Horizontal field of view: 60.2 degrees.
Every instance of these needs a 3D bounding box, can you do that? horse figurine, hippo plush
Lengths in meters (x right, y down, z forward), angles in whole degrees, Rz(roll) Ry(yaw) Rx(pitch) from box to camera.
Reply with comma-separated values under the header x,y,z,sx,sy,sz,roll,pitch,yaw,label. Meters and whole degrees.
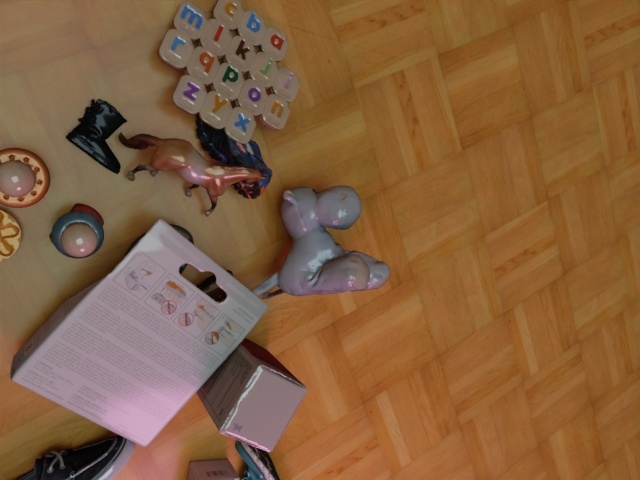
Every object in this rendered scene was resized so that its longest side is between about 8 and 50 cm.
x,y,z,sx,sy,sz,roll,pitch,yaw,label
-0.257,-0.135,1.058,0.263,0.174,0.066,29,53,-28,horse figurine
0.000,0.000,1.220,0.294,0.234,0.236,-7,84,17,hippo plush

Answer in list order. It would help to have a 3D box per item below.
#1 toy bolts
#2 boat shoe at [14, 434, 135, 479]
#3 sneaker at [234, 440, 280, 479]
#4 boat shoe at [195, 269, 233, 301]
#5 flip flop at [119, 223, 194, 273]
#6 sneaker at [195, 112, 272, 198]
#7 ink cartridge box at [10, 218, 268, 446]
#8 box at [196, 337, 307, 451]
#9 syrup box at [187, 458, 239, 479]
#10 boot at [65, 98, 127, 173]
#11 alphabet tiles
x,y,z,sx,sy,sz,roll,pitch,yaw,label
-0.501,-0.025,0.962,0.228,0.158,0.218,34,83,-27,toy bolts
-0.517,0.463,1.079,0.301,0.108,0.102,-30,113,-11,boat shoe
-0.145,0.578,1.282,0.110,0.107,0.275,-22,108,-11,sneaker
-0.255,0.128,1.163,0.178,0.064,0.060,-28,108,-22,boat shoe
-0.359,0.078,1.102,0.112,0.080,0.277,31,101,-24,flip flop
-0.178,-0.192,1.143,0.221,0.083,0.087,60,37,-13,sneaker
-0.339,0.180,1.082,0.385,0.091,0.308,-49,121,-5,ink cartridge box
-0.153,0.305,1.150,0.127,0.232,0.148,34,84,-27,box
-0.255,0.624,1.235,0.093,0.096,0.236,7,95,-27,syrup box
-0.406,-0.199,1.045,0.121,0.045,0.099,42,74,-28,boot
-0.174,-0.343,1.104,0.284,0.021,0.277,28,69,-27,alphabet tiles
